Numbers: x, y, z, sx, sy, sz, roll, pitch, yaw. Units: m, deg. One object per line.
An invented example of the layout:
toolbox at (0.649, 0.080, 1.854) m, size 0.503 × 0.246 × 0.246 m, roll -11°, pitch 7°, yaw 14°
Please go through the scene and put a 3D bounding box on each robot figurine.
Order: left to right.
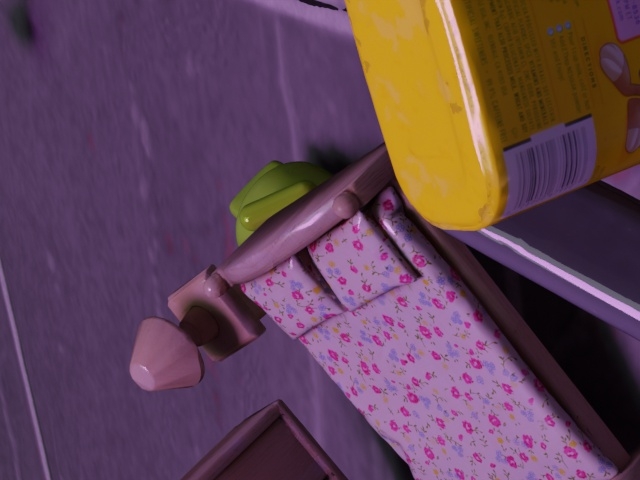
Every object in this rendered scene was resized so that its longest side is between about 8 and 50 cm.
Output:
robot figurine at (0.000, 0.000, 1.037) m, size 0.115 × 0.067 × 0.101 m, roll 36°, pitch 166°, yaw 44°

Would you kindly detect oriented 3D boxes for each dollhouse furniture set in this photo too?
dollhouse furniture set at (0.034, 0.141, 0.915) m, size 0.303 × 0.174 × 0.355 m, roll 51°, pitch 144°, yaw -4°

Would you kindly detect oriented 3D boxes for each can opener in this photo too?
can opener at (0.165, 0.018, 0.706) m, size 0.280 × 0.074 × 0.093 m, roll 25°, pitch 94°, yaw 30°

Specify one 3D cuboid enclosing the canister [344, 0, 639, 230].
canister at (0.099, -0.085, 0.681) m, size 0.073 × 0.170 × 0.126 m, roll 3°, pitch 112°, yaw 61°
